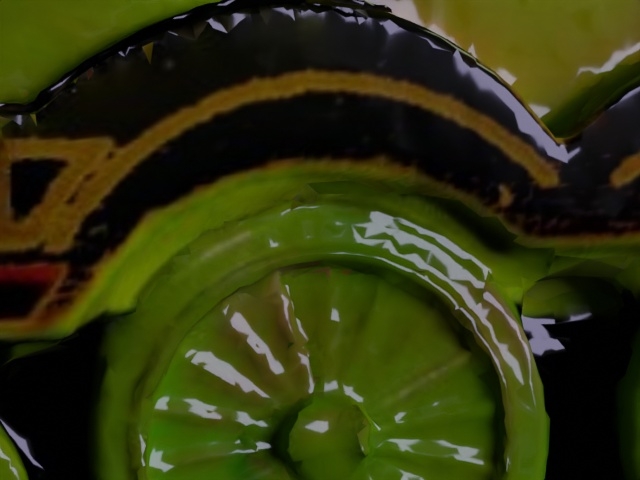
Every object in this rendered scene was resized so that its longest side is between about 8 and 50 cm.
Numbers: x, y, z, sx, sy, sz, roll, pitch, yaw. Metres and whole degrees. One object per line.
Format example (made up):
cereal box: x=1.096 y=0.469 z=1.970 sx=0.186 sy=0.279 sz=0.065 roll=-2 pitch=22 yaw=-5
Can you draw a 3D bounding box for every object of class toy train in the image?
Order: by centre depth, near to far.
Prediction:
toy train: x=0.000 y=0.000 z=0.360 sx=0.296 sy=0.100 sz=0.160 roll=-2 pitch=96 yaw=-15
